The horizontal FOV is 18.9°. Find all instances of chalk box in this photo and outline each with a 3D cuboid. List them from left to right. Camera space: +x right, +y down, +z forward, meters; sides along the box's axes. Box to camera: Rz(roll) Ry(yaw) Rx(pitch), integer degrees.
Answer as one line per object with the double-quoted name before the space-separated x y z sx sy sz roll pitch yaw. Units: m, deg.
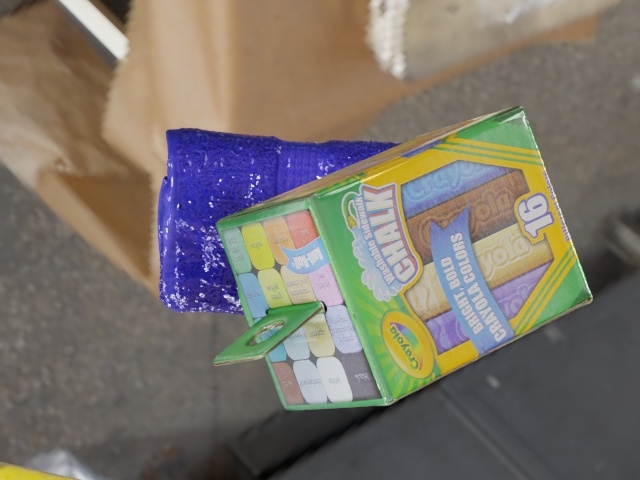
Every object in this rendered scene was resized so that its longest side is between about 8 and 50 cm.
"chalk box" 0.030 0.020 1.165 0.213 0.132 0.132 -23 96 -30

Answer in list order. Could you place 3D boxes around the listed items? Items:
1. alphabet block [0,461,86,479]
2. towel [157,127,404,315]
"alphabet block" -0.215 0.297 1.640 0.193 0.197 0.192 12 83 -13
"towel" 0.000 0.000 1.818 0.308 0.076 0.227 3 137 -1
